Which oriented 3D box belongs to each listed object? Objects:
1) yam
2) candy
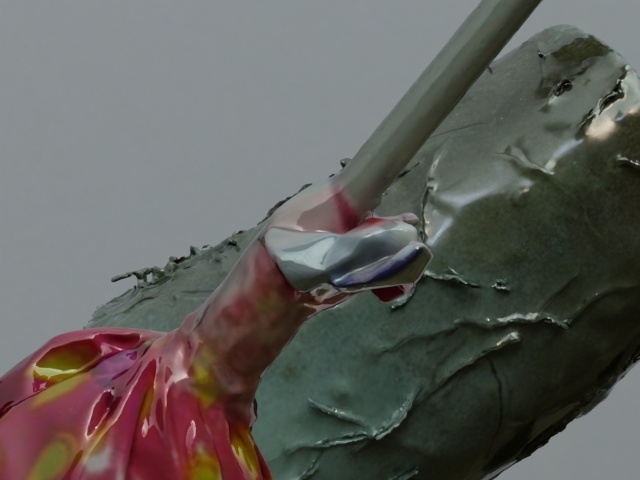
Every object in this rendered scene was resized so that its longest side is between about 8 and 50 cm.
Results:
[{"bbox_3d":[0.064,0.035,1.100,0.348,0.241,0.241,-34,-36,2],"label":"yam"},{"bbox_3d":[0.000,0.000,0.611,0.365,0.124,0.124,-50,-36,13],"label":"candy"}]
